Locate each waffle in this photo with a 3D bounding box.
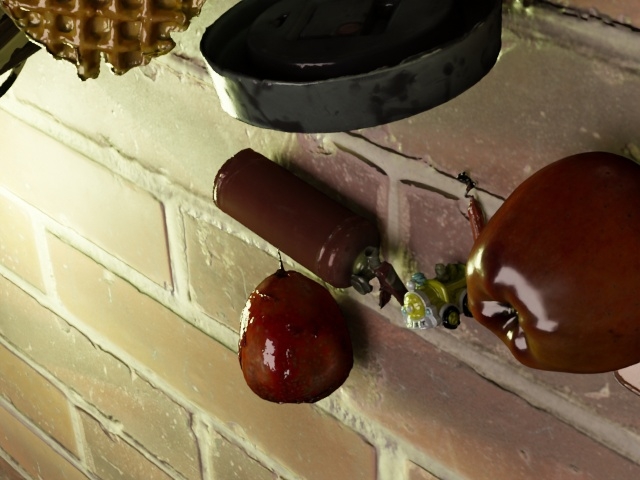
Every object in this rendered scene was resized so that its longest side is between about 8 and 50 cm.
[{"bbox_3d":[-0.322,-0.388,1.593,0.302,0.068,0.325,-36,110,21],"label":"waffle"}]

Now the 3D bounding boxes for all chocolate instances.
[{"bbox_3d":[0.385,0.151,1.283,0.100,0.031,0.065,31,118,29],"label":"chocolate"}]

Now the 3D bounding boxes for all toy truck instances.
[{"bbox_3d":[0.150,0.070,1.446,0.076,0.111,0.077,-1,108,50],"label":"toy truck"}]

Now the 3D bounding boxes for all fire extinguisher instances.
[{"bbox_3d":[0.000,0.000,1.595,0.337,0.106,0.147,35,162,31],"label":"fire extinguisher"}]

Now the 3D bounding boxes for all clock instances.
[{"bbox_3d":[0.035,-0.217,1.204,0.325,0.325,0.067,20,135,42],"label":"clock"}]

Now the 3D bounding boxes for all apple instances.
[{"bbox_3d":[0.274,0.032,1.177,0.234,0.234,0.234,30,135,35],"label":"apple"}]

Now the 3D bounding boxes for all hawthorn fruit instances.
[{"bbox_3d":[-0.049,0.128,1.685,0.181,0.181,0.235,-13,94,53],"label":"hawthorn fruit"}]

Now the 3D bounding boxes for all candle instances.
[{"bbox_3d":[0.198,-0.008,1.407,0.026,0.021,0.167,-7,110,24],"label":"candle"}]

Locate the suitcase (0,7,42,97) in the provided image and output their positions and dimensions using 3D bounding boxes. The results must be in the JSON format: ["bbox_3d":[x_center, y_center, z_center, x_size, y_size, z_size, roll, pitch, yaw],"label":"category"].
[{"bbox_3d":[-0.556,-0.369,1.789,0.194,0.351,0.339,30,137,15],"label":"suitcase"}]
